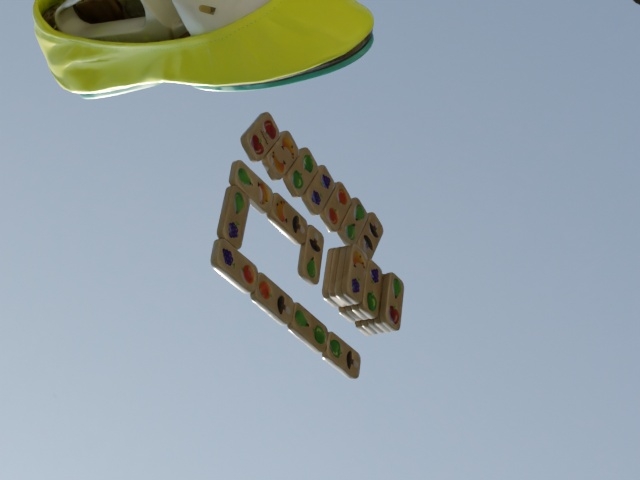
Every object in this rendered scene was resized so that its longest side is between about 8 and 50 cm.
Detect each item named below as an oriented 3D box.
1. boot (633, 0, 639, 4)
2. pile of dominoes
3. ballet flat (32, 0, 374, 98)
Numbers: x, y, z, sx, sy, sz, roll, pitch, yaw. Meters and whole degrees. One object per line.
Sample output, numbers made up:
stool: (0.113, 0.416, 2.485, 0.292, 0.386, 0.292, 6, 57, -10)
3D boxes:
boot: (0.206, -0.184, 0.703, 0.246, 0.083, 0.161, 23, -141, -36)
pile of dominoes: (0.000, 0.000, 1.251, 0.251, 0.040, 0.196, 43, -136, -42)
ballet flat: (-0.079, -0.126, 0.746, 0.077, 0.231, 0.077, -56, -48, -37)
